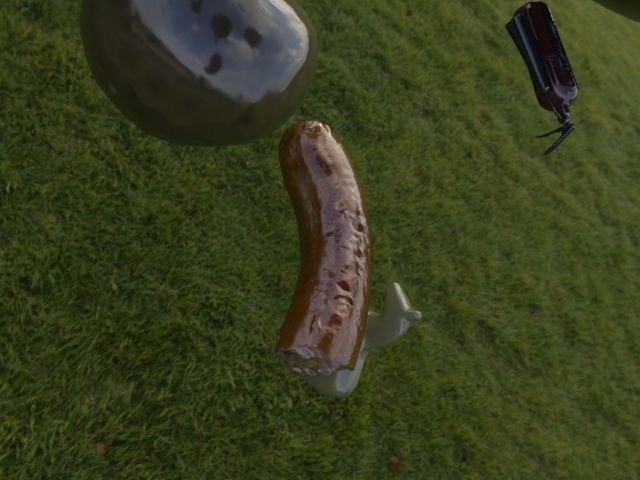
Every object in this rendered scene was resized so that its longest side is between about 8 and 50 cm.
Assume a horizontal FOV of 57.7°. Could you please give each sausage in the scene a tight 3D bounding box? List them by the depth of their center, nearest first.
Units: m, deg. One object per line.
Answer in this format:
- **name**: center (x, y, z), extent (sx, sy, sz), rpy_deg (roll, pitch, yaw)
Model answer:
- **sausage**: center (0.004, 0.001, 0.589), extent (0.102, 0.076, 0.302), rpy_deg (22, 49, -28)

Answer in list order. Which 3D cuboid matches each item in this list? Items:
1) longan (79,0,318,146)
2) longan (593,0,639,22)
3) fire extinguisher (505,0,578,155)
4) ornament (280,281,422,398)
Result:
- **longan**: center (-0.207, -0.346, 1.000), extent (0.404, 0.336, 0.405), rpy_deg (-2, 101, -11)
- **longan**: center (0.258, -0.261, 0.287), extent (0.318, 0.319, 0.319), rpy_deg (16, 57, -25)
- **fire extinguisher**: center (0.138, -0.108, 0.359), extent (0.046, 0.032, 0.100), rpy_deg (37, 41, -61)
- **ornament**: center (0.055, 0.168, 1.032), extent (0.061, 0.244, 0.230), rpy_deg (24, 87, -44)
